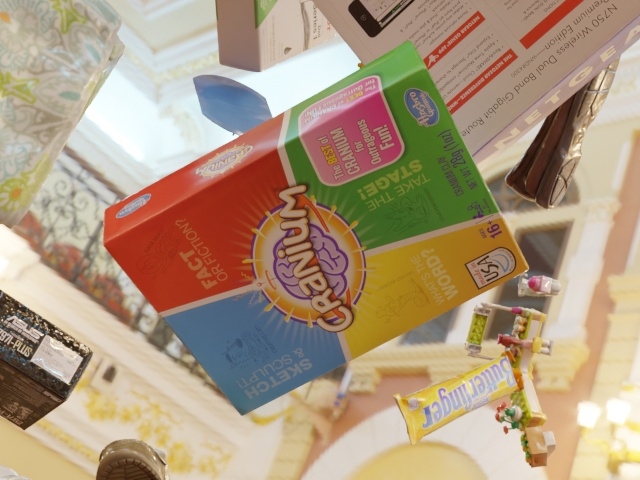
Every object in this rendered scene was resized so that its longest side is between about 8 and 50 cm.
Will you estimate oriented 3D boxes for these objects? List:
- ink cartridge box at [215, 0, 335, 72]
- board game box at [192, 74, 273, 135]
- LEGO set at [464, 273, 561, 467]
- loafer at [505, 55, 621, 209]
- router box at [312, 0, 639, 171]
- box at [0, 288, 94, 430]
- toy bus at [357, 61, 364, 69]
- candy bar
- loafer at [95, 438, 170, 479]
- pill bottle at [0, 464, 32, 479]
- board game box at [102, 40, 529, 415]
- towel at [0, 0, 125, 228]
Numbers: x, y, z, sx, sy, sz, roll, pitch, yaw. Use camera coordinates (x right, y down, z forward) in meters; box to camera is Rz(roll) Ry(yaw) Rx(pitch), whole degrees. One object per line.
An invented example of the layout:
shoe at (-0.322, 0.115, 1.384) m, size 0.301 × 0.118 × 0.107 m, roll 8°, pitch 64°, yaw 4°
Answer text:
ink cartridge box at (-0.070, -0.386, 1.653) m, size 0.092 × 0.219 × 0.160 m, roll 18°, pitch -55°, yaw 30°
board game box at (-0.140, -0.200, 1.600) m, size 0.133 × 0.169 × 0.033 m, roll 12°, pitch -54°, yaw -28°
LEGO set at (0.281, 0.191, 1.510) m, size 0.107 × 0.287 × 0.132 m, roll 13°, pitch -18°, yaw -16°
loafer at (0.374, -0.200, 1.572) m, size 0.095 × 0.303 × 0.109 m, roll 28°, pitch 19°, yaw 28°
router box at (0.175, -0.280, 1.014) m, size 0.301 × 0.335 × 0.082 m, roll 54°, pitch 16°, yaw 15°
box at (-0.396, 0.140, 1.247) m, size 0.180 × 0.077 × 0.147 m, roll 37°, pitch -41°, yaw -16°
toy bus at (0.147, -0.290, 1.588) m, size 0.202 × 0.191 × 0.104 m, roll -7°, pitch -29°, yaw 44°
candy bar at (0.116, 0.126, 0.830) m, size 0.018 × 0.161 × 0.040 m, roll -33°, pitch -104°, yaw 44°
loafer at (-0.157, 0.198, 0.859) m, size 0.056 × 0.050 × 0.148 m, roll -11°, pitch -33°, yaw -5°
pill bottle at (-0.301, 0.231, 0.890) m, size 0.120 × 0.067 × 0.067 m, roll -8°, pitch -41°, yaw 38°
board game box at (0.000, 0.000, 0.932) m, size 0.316 × 0.064 × 0.242 m, roll -28°, pitch -59°, yaw 9°
towel at (-0.425, -0.234, 1.188) m, size 0.090 × 0.320 × 0.374 m, roll 9°, pitch -24°, yaw 42°
